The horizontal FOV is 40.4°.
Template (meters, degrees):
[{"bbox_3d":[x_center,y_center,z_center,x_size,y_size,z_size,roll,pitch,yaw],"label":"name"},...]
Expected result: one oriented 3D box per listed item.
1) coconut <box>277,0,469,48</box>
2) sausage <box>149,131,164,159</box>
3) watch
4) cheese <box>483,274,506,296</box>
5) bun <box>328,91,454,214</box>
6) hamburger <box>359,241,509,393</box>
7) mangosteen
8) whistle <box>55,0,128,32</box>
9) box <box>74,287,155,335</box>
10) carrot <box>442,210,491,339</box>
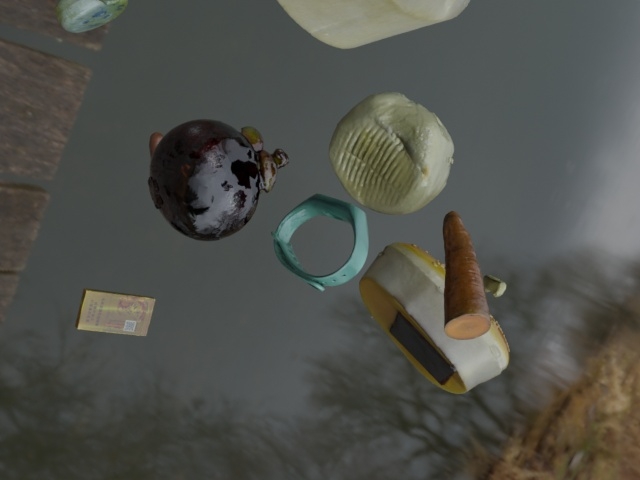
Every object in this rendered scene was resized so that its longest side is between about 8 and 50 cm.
[{"bbox_3d":[0.056,-0.383,1.016,0.323,0.323,0.323,-41,146,-36],"label":"coconut"},{"bbox_3d":[-0.361,-0.170,1.980,0.040,0.177,0.047,12,142,-40],"label":"sausage"},{"bbox_3d":[0.000,0.000,1.856,0.068,0.237,0.195,35,80,-50],"label":"watch"},{"bbox_3d":[0.405,0.108,2.044,0.030,0.083,0.044,8,100,-18],"label":"cheese"},{"bbox_3d":[0.134,-0.160,1.552,0.145,0.229,0.229,-42,147,-40],"label":"bun"},{"bbox_3d":[0.204,0.128,1.526,0.151,0.295,0.227,-37,180,-15],"label":"hamburger"},{"bbox_3d":[-0.182,-0.118,1.595,0.265,0.228,0.228,-16,135,-16],"label":"mangosteen"},{"bbox_3d":[-0.304,-0.351,1.208,0.104,0.057,0.198,-29,-177,-36],"label":"whistle"},{"bbox_3d":[-0.431,0.152,1.830,0.156,0.022,0.089,9,100,-34],"label":"box"},{"bbox_3d":[0.191,0.036,1.189,0.061,0.061,0.210,83,6,-48],"label":"carrot"}]
